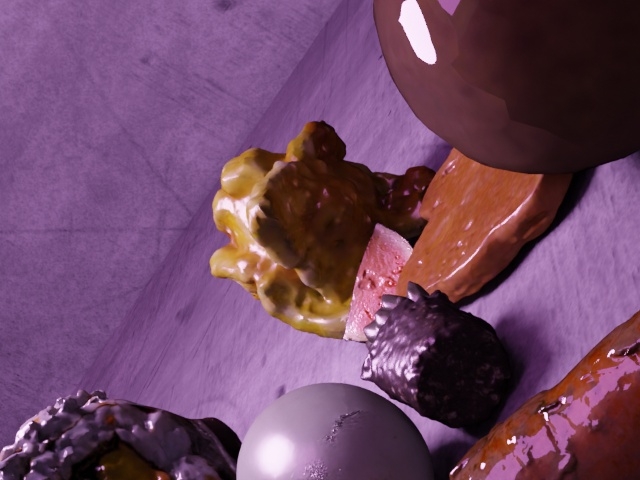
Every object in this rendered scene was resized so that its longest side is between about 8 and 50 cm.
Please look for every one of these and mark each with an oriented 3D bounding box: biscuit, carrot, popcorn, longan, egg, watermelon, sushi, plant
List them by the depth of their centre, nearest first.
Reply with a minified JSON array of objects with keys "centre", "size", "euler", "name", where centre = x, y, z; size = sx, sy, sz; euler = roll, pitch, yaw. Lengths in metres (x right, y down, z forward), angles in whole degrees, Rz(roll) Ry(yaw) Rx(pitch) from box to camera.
[{"centre":[0.232,0.164,1.298],"size":[0.302,0.139,0.138],"euler":[-43,20,22],"name":"carrot"},{"centre":[0.241,-0.264,1.682],"size":[0.336,0.405,0.404],"euler":[73,-146,-56],"name":"longan"},{"centre":[0.015,0.254,1.704],"size":[0.203,0.203,0.283],"euler":[-63,13,-9],"name":"egg"},{"centre":[0.125,0.128,1.731],"size":[0.129,0.132,0.194],"euler":[-56,19,3],"name":"plant"},{"centre":[0.215,-0.065,1.940],"size":[0.351,0.057,0.312],"euler":[-49,17,32],"name":"biscuit"},{"centre":[-0.249,0.381,2.005],"size":[0.176,0.417,0.417],"euler":[-53,15,47],"name":"sushi"},{"centre":[0.097,0.068,2.073],"size":[0.069,0.087,0.163],"euler":[38,-114,-60],"name":"watermelon"},{"centre":[-0.010,0.005,2.194],"size":[0.321,0.325,0.290],"euler":[-16,-22,-37],"name":"popcorn"}]
